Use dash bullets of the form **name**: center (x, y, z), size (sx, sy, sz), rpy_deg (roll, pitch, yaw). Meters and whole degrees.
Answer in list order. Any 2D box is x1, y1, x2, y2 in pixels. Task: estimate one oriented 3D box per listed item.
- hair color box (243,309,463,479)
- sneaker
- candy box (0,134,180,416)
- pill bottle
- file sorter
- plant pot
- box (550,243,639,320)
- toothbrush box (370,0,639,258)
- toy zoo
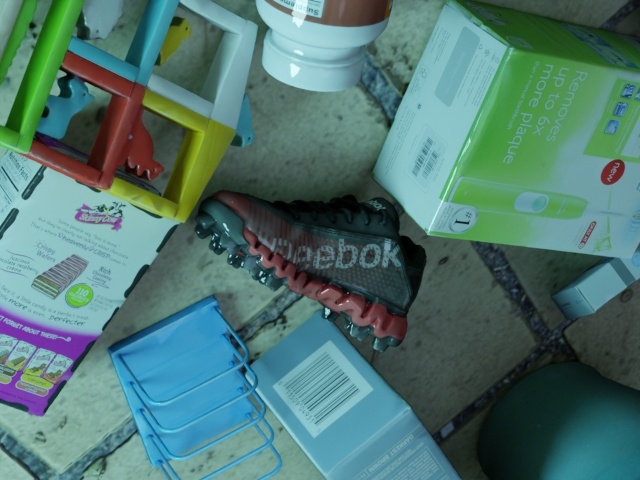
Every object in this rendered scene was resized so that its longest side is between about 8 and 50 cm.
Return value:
- **hair color box**: center (0.079, 0.258, 1.942), size (0.114, 0.185, 0.374), rpy_deg (-38, 134, -5)
- **sneaker**: center (0.000, 0.000, 1.772), size (0.276, 0.098, 0.135), rpy_deg (30, 91, -36)
- **candy box**: center (-0.258, 0.031, 1.642), size (0.159, 0.071, 0.233), rpy_deg (27, 105, -42)
- **pill bottle**: center (0.010, -0.245, 1.585), size (0.121, 0.121, 0.216), rpy_deg (-8, 125, -29)
- **file sorter**: center (-0.117, 0.166, 1.807), size (0.118, 0.104, 0.170), rpy_deg (-27, 132, -15)
- **plant pot**: center (0.319, 0.280, 2.064), size (0.272, 0.255, 0.271), rpy_deg (-16, 127, -23)
- **box**: center (0.346, 0.016, 1.984), size (0.186, 0.038, 0.145), rpy_deg (-35, 177, -5)
- **toothbrush box**: center (0.223, -0.107, 1.821), size (0.283, 0.122, 0.206), rpy_deg (7, 117, -37)
- **toy zoo**: center (-0.164, -0.136, 1.564), size (0.293, 0.030, 0.192), rpy_deg (25, 83, -41)
